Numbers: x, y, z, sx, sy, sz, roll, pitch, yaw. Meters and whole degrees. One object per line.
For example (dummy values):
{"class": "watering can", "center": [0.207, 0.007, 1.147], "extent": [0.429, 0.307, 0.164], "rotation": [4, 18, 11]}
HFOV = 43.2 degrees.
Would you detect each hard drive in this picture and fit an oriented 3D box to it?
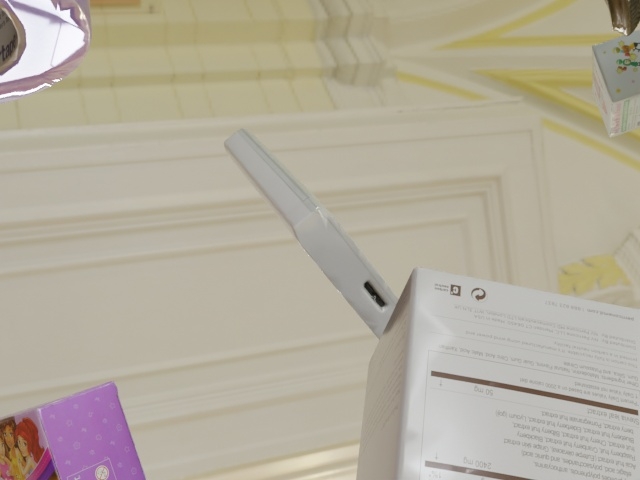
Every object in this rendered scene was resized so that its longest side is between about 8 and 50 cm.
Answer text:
{"class": "hard drive", "center": [0.000, 0.000, 0.838], "extent": [0.203, 0.040, 0.307], "rotation": [51, -1, -26]}

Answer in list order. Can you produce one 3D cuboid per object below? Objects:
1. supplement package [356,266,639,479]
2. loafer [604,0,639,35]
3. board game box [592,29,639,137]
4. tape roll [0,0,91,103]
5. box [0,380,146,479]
{"class": "supplement package", "center": [0.118, 0.198, 0.567], "extent": [0.177, 0.175, 0.293], "rotation": [105, -5, -57]}
{"class": "loafer", "center": [0.350, -0.312, 0.958], "extent": [0.050, 0.056, 0.148], "rotation": [17, -39, 42]}
{"class": "board game box", "center": [0.567, -0.266, 1.196], "extent": [0.224, 0.303, 0.097], "rotation": [19, 54, -71]}
{"class": "tape roll", "center": [-0.199, -0.125, 0.351], "extent": [0.189, 0.189, 0.080], "rotation": [144, -58, -68]}
{"class": "box", "center": [-0.208, 0.222, 0.552], "extent": [0.293, 0.057, 0.201], "rotation": [-23, -95, 41]}
